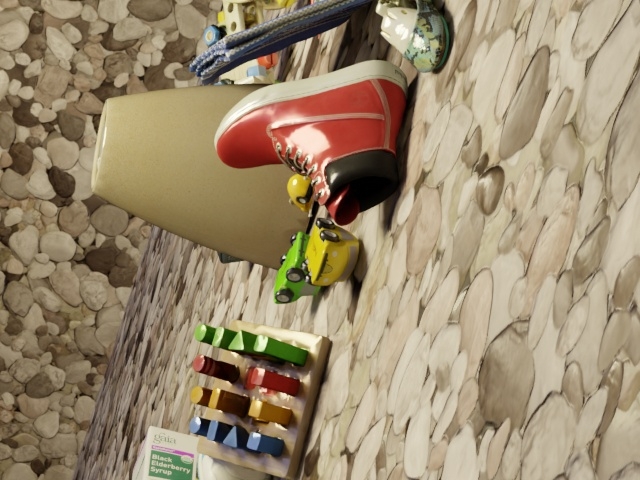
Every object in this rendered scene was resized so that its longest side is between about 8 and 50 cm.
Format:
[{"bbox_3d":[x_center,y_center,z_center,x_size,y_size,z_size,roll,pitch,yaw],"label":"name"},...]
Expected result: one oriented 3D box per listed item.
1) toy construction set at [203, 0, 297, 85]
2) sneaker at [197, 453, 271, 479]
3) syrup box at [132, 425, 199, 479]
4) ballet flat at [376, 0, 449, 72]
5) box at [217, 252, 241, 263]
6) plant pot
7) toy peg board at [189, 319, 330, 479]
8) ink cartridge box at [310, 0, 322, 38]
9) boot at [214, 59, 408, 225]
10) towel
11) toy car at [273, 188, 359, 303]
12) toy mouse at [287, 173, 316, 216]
[{"bbox_3d":[-0.097,-0.321,2.482,0.215,0.151,0.328,-24,54,43],"label":"toy construction set"},{"bbox_3d":[-0.084,0.218,1.804,0.092,0.087,0.229,138,143,-60],"label":"sneaker"},{"bbox_3d":[-0.224,0.384,2.220,0.237,0.093,0.096,-91,19,-55],"label":"syrup box"},{"bbox_3d":[0.090,-0.228,1.616,0.188,0.070,0.070,-101,29,-65],"label":"ballet flat"},{"bbox_3d":[-0.154,-0.103,2.372,0.233,0.059,0.183,-116,21,-52],"label":"box"},{"bbox_3d":[-0.161,-0.106,2.057,0.256,0.274,0.256,-170,90,-78],"label":"plant pot"},{"bbox_3d":[-0.088,0.168,1.717,0.161,0.079,0.161,6,78,48],"label":"toy peg board"},{"bbox_3d":[0.004,-0.367,2.299,0.063,0.029,0.115,-91,21,-54],"label":"ink cartridge box"},{"bbox_3d":[-0.021,-0.083,1.663,0.244,0.088,0.176,-16,52,32],"label":"boot"},{"bbox_3d":[-0.035,-0.264,1.949,0.336,0.243,0.040,-170,58,-78],"label":"towel"},{"bbox_3d":[0.000,0.000,1.771,0.225,0.053,0.239,119,164,-49],"label":"toy car"},{"bbox_3d":[-0.006,-0.098,1.910,0.161,0.031,0.143,91,-160,-62],"label":"toy mouse"}]
